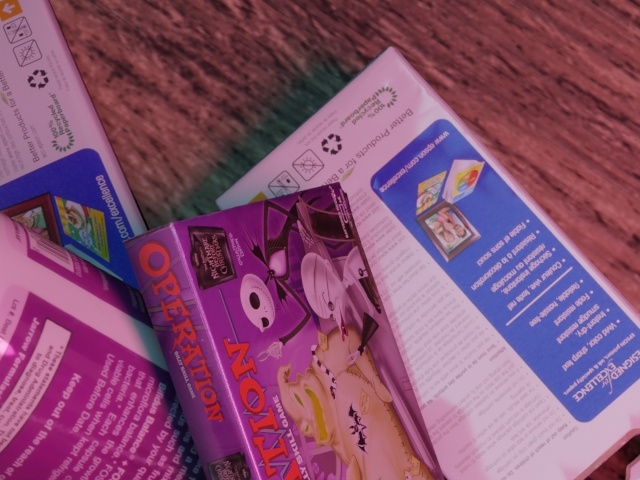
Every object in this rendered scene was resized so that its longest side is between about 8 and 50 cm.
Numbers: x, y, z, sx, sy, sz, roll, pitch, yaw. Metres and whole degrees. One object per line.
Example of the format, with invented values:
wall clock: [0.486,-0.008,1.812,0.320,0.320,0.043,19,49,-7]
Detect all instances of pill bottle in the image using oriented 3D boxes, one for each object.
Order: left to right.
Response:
pill bottle: [-0.147,0.113,1.164,0.301,0.169,0.169,33,65,-28]

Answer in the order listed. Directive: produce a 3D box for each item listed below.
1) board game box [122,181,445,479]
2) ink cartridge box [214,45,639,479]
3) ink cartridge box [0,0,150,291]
board game box: [0.004,0.142,1.154,0.208,0.056,0.347,-18,88,-54]
ink cartridge box: [0.105,0.051,1.274,0.175,0.069,0.371,-41,72,1]
ink cartridge box: [-0.290,-0.002,1.316,0.307,0.072,0.304,-25,71,-1]
